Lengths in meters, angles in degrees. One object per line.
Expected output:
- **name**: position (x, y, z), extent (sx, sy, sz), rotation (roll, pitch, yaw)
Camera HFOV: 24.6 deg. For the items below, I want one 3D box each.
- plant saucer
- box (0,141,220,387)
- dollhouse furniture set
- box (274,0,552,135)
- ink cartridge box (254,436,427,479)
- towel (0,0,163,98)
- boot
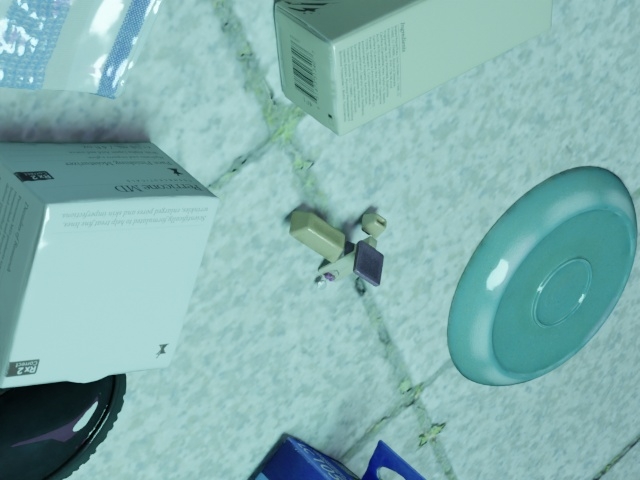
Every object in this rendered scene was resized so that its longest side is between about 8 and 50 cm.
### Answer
- **plant saucer**: position (0.292, 0.057, 1.839), extent (0.317, 0.043, 0.318), rotation (-25, 134, -29)
- **box**: position (-0.209, 0.017, 1.274), extent (0.181, 0.119, 0.182), rotation (-3, 121, -42)
- **dollhouse furniture set**: position (0.000, 0.000, 1.546), extent (0.114, 0.091, 0.081), rotation (33, 137, -29)
- **box**: position (0.094, -0.215, 1.404), extent (0.275, 0.094, 0.113), rotation (-28, 136, -26)
- **ink cartridge box**: position (-0.005, 0.416, 1.652), extent (0.395, 0.270, 0.151), rotation (-52, 144, 0)
- **towel**: position (-0.235, -0.203, 1.122), extent (0.285, 0.034, 0.209), rotation (1, 129, -43)
- **boot**: position (-0.312, 0.166, 1.308), extent (0.246, 0.094, 0.207), rotation (-46, 144, 3)
